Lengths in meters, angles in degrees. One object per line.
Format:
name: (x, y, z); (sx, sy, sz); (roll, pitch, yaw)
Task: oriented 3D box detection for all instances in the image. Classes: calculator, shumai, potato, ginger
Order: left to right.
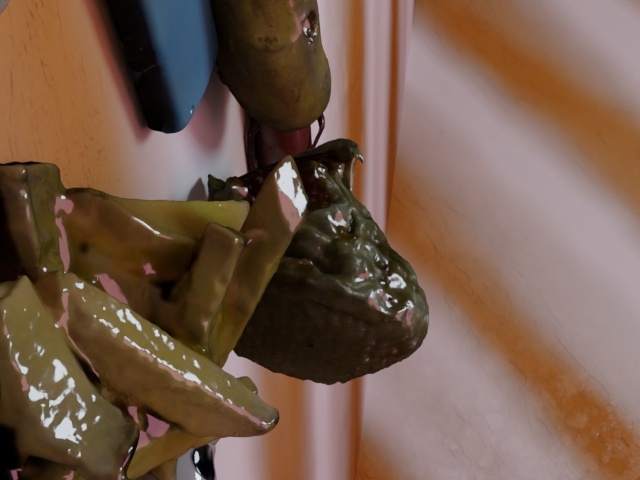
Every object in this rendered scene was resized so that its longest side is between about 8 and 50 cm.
ginger: (-0.142, 0.103, 0.714); (0.358, 0.211, 0.413); (67, 31, -61)
calculator: (-0.162, -0.247, 0.844); (0.293, 0.051, 0.173); (82, 16, -49)
potato: (-0.068, -0.258, 1.007); (0.296, 0.141, 0.192); (88, -19, -58)
shumai: (0.000, 0.000, 1.047); (0.288, 0.329, 0.292); (-65, 145, -32)

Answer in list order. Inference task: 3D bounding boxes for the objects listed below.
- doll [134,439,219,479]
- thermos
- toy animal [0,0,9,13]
doll: (-0.161, 0.237, 0.913); (0.110, 0.106, 0.181); (36, 50, -51)
thermos: (-0.062, -0.166, 1.262); (0.124, 0.099, 0.232); (-29, 134, -31)
toy animal: (-0.210, -0.164, 0.379); (0.308, 0.188, 0.266); (-56, 157, -73)
